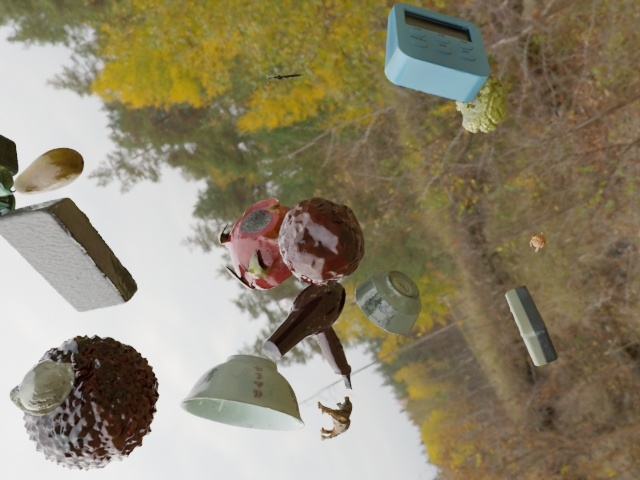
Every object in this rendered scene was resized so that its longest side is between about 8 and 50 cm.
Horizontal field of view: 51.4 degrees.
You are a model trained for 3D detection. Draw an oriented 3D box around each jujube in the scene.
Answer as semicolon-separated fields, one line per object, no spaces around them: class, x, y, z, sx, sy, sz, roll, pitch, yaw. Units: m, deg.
jujube;0.000;0.000;1.586;0.213;0.212;0.232;62;-172;3

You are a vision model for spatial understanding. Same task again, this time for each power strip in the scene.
power strip;0.559;0.221;1.778;0.257;0.070;0.105;-79;-36;-66

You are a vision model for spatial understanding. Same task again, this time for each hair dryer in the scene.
hair dryer;0.001;0.304;1.805;0.312;0.123;0.341;-45;-59;-44

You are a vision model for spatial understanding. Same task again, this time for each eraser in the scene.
eraser;-0.457;0.033;1.238;0.353;0.111;0.077;71;-170;-53

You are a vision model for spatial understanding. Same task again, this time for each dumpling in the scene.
dumpling;-0.738;0.393;1.790;0.092;0.176;0.150;26;158;38

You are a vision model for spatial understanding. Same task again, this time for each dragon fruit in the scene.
dragon fruit;-0.174;0.002;2.080;0.189;0.290;0.291;50;-169;-36

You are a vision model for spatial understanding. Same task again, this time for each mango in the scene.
mango;-0.820;-0.204;2.016;0.099;0.227;0.136;65;-174;21

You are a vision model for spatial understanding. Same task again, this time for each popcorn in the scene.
popcorn;0.463;-0.399;1.921;0.173;0.142;0.174;49;158;28

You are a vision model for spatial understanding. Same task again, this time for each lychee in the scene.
lychee;-0.710;0.490;2.066;0.500;0.424;0.425;107;145;-50

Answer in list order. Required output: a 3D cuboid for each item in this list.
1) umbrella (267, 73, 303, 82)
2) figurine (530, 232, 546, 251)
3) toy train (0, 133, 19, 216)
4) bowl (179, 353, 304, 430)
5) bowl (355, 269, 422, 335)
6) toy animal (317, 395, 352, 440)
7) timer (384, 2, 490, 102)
umbrella;-0.127;-0.603;2.445;0.022;0.148;0.022;46;147;49
figurine;0.678;0.004;2.066;0.109;0.047;0.064;8;-82;-69
toy train;-0.807;-0.123;1.475;0.167;0.298;0.238;38;-146;-65
bowl;-0.254;0.513;2.299;0.435;0.434;0.196;55;-142;-57
bowl;0.216;0.166;1.972;0.211;0.112;0.211;24;-147;-17
toy animal;0.057;0.553;2.030;0.255;0.116;0.114;127;138;-83
timer;0.274;-0.460;1.558;0.091;0.231;0.250;116;162;-56
